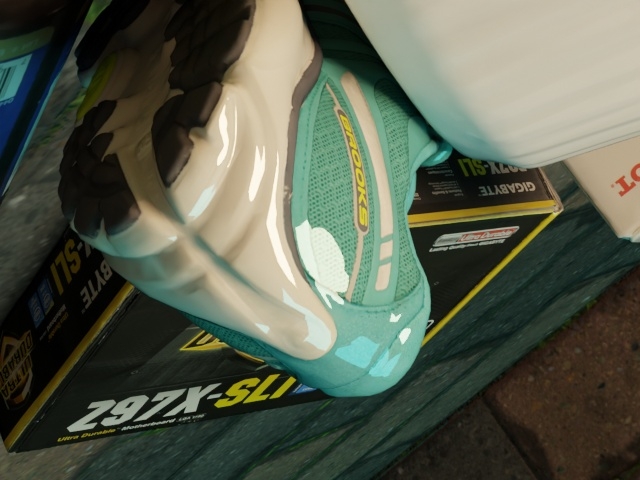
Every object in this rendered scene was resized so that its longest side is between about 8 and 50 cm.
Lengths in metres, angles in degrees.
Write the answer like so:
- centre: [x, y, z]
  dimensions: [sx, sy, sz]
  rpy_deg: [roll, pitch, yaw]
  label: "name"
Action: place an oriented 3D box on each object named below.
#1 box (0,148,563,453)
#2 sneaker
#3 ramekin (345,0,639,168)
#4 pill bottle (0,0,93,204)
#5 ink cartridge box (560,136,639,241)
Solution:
- centre: [-0.036, 0.032, 1.117]
  dimensions: [0.322, 0.079, 0.257]
  rpy_deg: [-6, 152, -38]
  label: "box"
- centre: [-0.016, -0.046, 0.542]
  dimensions: [0.107, 0.110, 0.275]
  rpy_deg: [-39, -157, 22]
  label: "sneaker"
- centre: [0.057, -0.147, 0.525]
  dimensions: [0.127, 0.273, 0.273]
  rpy_deg: [-26, 168, 14]
  label: "ramekin"
- centre: [-0.155, -0.062, 0.577]
  dimensions: [0.122, 0.123, 0.219]
  rpy_deg: [-24, 162, -36]
  label: "pill bottle"
- centre: [0.176, -0.122, 0.948]
  dimensions: [0.153, 0.208, 0.087]
  rpy_deg: [-38, 165, 15]
  label: "ink cartridge box"
